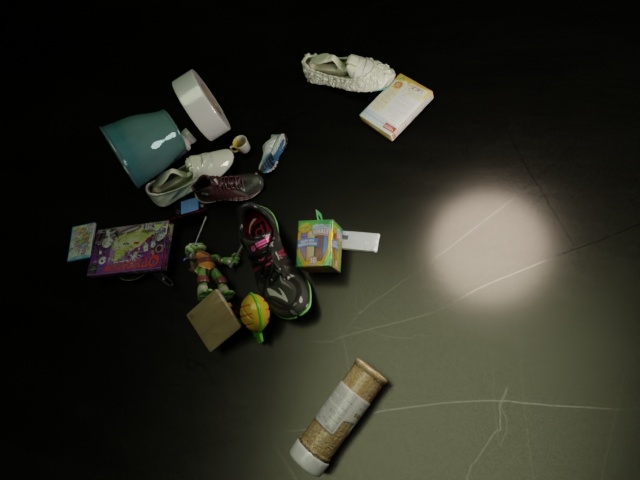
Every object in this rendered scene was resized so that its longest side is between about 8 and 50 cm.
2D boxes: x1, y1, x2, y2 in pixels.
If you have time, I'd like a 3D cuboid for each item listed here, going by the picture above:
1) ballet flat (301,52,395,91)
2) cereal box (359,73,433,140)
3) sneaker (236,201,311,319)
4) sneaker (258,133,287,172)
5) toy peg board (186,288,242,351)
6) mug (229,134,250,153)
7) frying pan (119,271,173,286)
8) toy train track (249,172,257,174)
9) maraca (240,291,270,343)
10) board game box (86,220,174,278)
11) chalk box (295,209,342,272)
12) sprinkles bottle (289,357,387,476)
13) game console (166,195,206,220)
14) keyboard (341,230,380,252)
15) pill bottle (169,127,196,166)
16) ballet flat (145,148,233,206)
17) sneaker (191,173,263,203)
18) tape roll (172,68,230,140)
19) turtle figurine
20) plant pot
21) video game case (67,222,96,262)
[{"bbox_3d":[0.093,-0.682,1.982,0.409,0.147,0.147,14,73,29],"label":"ballet flat"},{"bbox_3d":[0.293,-0.518,1.918,0.240,0.047,0.173,-46,61,-3],"label":"cereal box"},{"bbox_3d":[-0.190,0.066,1.744,0.185,0.202,0.483,-32,65,4],"label":"sneaker"},{"bbox_3d":[-0.208,-0.355,2.011,0.083,0.071,0.190,15,66,30],"label":"sneaker"},{"bbox_3d":[-0.359,0.277,1.751,0.161,0.079,0.160,-40,78,18],"label":"toy peg board"},{"bbox_3d":[-0.330,-0.396,2.062,0.078,0.064,0.062,12,73,23],"label":"mug"},{"bbox_3d":[-0.689,0.079,1.992,0.326,0.053,0.197,6,70,19],"label":"frying pan"},{"bbox_3d":[-0.281,-0.238,2.011,0.048,0.014,0.083,34,87,20],"label":"toy train track"},{"bbox_3d":[-0.224,0.266,1.703,0.099,0.185,0.127,-12,27,-22],"label":"maraca"},{"bbox_3d":[-0.762,0.037,1.988,0.347,0.056,0.208,-7,68,16],"label":"board game box"},{"bbox_3d":[0.000,0.000,1.737,0.132,0.132,0.213,-1,78,19],"label":"chalk box"},{"bbox_3d":[0.056,0.537,1.517,0.121,0.121,0.355,33,82,27],"label":"sprinkles bottle"},{"bbox_3d":[-0.547,-0.136,2.015,0.144,0.085,0.124,-14,65,12],"label":"game console"},{"bbox_3d":[0.085,-0.002,1.795,0.256,0.014,0.072,5,65,20],"label":"keyboard"},{"bbox_3d":[-0.624,-0.407,2.148,0.169,0.094,0.094,-40,62,-1],"label":"pill bottle"},{"bbox_3d":[-0.544,-0.268,2.025,0.400,0.139,0.139,-28,63,11],"label":"ballet flat"},{"bbox_3d":[-0.367,-0.212,1.922,0.281,0.162,0.106,-13,79,1],"label":"sneaker"},{"bbox_3d":[-0.492,-0.561,2.063,0.100,0.286,0.286,-32,62,4],"label":"tape roll"},{"bbox_3d":[-0.390,0.073,1.812,0.275,0.198,0.266,-28,58,9],"label":"turtle figurine"},{"bbox_3d":[-0.693,-0.389,1.984,0.255,0.271,0.271,-33,61,-16],"label":"plant pot"},{"bbox_3d":[-1.039,0.008,2.156,0.119,0.015,0.166,-10,66,14],"label":"video game case"}]
